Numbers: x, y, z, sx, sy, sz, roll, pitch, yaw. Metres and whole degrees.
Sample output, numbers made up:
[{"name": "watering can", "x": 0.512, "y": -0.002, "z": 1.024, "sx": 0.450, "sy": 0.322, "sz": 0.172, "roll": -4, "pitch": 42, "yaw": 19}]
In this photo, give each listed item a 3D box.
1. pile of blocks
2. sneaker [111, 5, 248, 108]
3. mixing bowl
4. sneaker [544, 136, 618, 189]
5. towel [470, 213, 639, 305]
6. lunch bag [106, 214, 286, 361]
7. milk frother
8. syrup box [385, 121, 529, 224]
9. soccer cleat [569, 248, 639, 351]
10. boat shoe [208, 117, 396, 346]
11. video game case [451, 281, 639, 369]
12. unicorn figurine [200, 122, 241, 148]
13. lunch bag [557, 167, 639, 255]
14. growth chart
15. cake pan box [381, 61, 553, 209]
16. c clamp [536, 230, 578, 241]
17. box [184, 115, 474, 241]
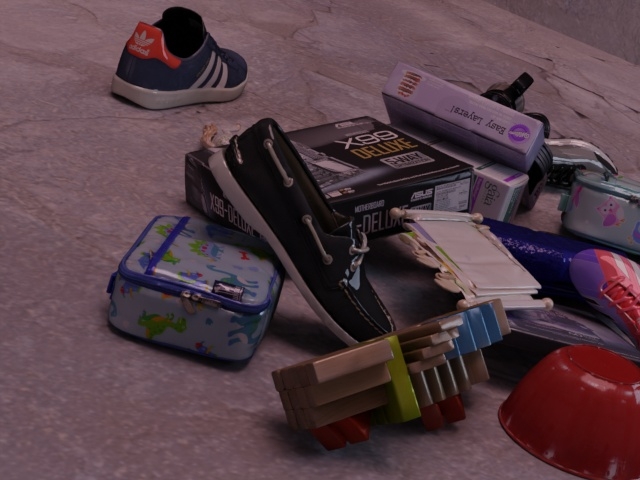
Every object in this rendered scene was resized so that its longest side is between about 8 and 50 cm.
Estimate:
[{"name": "pile of blocks", "x": 0.110, "y": 0.142, "z": 1.470, "sx": 0.149, "sy": 0.112, "sz": 0.362, "roll": -19, "pitch": -3, "yaw": 41}, {"name": "sneaker", "x": -0.209, "y": -0.314, "z": 2.376, "sx": 0.131, "sy": 0.148, "sz": 0.350, "roll": 23, "pitch": 21, "yaw": 17}, {"name": "mixing bowl", "x": 0.297, "y": 0.176, "z": 1.577, "sx": 0.181, "sy": 0.098, "sz": 0.181, "roll": 15, "pitch": 19, "yaw": -5}, {"name": "sneaker", "x": 0.385, "y": -0.129, "z": 2.483, "sx": 0.272, "sy": 0.100, "sz": 0.108, "roll": 18, "pitch": 44, "yaw": -7}, {"name": "towel", "x": 0.303, "y": 0.033, "z": 1.993, "sx": 0.308, "sy": 0.076, "sz": 0.227, "roll": 14, "pitch": 7, "yaw": -8}, {"name": "lunch bag", "x": -0.134, "y": 0.048, "z": 1.582, "sx": 0.176, "sy": 0.090, "sz": 0.219, "roll": 16, "pitch": 19, "yaw": 4}, {"name": "milk frother", "x": 0.373, "y": -0.238, "z": 2.755, "sx": 0.143, "sy": 0.129, "sz": 0.135, "roll": 61, "pitch": 23, "yaw": -5}, {"name": "syrup box", "x": 0.189, "y": -0.094, "z": 2.201, "sx": 0.237, "sy": 0.093, "sz": 0.096, "roll": 25, "pitch": 21, "yaw": 21}, {"name": "soccer cleat", "x": 0.411, "y": 0.102, "z": 1.815, "sx": 0.248, "sy": 0.083, "sz": 0.095, "roll": 46, "pitch": 19, "yaw": 14}, {"name": "boat shoe", "x": 0.000, "y": 0.000, "z": 1.608, "sx": 0.302, "sy": 0.091, "sz": 0.114, "roll": 50, "pitch": 15, "yaw": -13}, {"name": "video game case", "x": 0.280, "y": 0.106, "z": 1.772, "sx": 0.196, "sy": 0.026, "sz": 0.274, "roll": 14, "pitch": 9, "yaw": -8}, {"name": "unicorn figurine", "x": -0.103, "y": -0.135, "z": 2.141, "sx": 0.162, "sy": 0.060, "sz": 0.111, "roll": 3, "pitch": 19, "yaw": 7}, {"name": "lunch bag", "x": 0.477, "y": -0.039, "z": 2.208, "sx": 0.224, "sy": 0.108, "sz": 0.279, "roll": 20, "pitch": 6, "yaw": 6}, {"name": "growth chart", "x": 0.179, "y": 0.021, "z": 1.767, "sx": 0.172, "sy": 0.021, "sz": 0.237, "roll": 5, "pitch": 30, "yaw": -28}, {"name": "cake pan box", "x": 0.236, "y": -0.161, "z": 2.279, "sx": 0.267, "sy": 0.070, "sz": 0.246, "roll": 25, "pitch": -11, "yaw": 19}, {"name": "c clamp", "x": 0.378, "y": 0.019, "z": 2.173, "sx": 0.161, "sy": 0.022, "sz": 0.137, "roll": 17, "pitch": 15, "yaw": 3}, {"name": "box", "x": 0.011, "y": -0.074, "z": 1.907, "sx": 0.307, "sy": 0.076, "sz": 0.242, "roll": -14, "pitch": 29, "yaw": -31}]
